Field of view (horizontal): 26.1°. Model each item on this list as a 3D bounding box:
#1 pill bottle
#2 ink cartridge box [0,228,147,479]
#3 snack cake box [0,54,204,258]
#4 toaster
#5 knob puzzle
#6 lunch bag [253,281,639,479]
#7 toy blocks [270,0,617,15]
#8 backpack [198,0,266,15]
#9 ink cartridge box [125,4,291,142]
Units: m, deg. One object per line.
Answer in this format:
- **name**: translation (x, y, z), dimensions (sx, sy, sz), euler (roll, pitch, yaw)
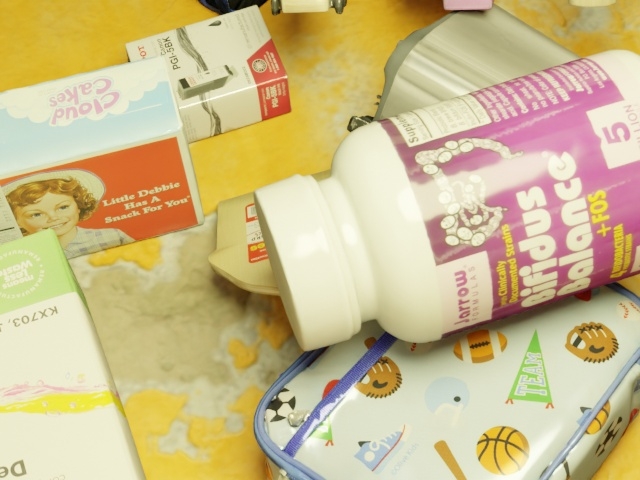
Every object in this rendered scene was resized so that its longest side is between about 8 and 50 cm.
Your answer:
- **pill bottle**: translation (0.111, -0.022, 1.020), dimensions (0.302, 0.169, 0.169), euler (-18, 58, -6)
- **ink cartridge box**: translation (-0.244, 0.185, 1.066), dimensions (0.207, 0.119, 0.353), euler (-20, 58, -9)
- **snack cake box**: translation (-0.244, -0.055, 1.201), dimensions (0.264, 0.152, 0.089), euler (-14, 57, -5)
- **toaster**: translation (0.139, -0.114, 1.197), dimensions (0.146, 0.129, 0.227), euler (30, 35, 17)
- **knob puzzle**: translation (0.000, 0.000, 1.175), dimensions (0.213, 0.030, 0.213), euler (-13, 30, 8)
- **lunch bag**: translation (0.099, 0.124, 1.086), dimensions (0.243, 0.115, 0.303), euler (34, 64, 25)
- **toy blocks**: translation (0.115, -0.358, 1.245), dimensions (0.309, 0.260, 0.288), euler (-1, 21, 6)
- **backpack**: translation (-0.092, -0.291, 1.360), dimensions (0.101, 0.120, 0.098), euler (31, 66, 22)
- **ink cartridge box**: translation (-0.107, -0.154, 1.311), dimensions (0.135, 0.056, 0.099), euler (-18, 59, -8)
